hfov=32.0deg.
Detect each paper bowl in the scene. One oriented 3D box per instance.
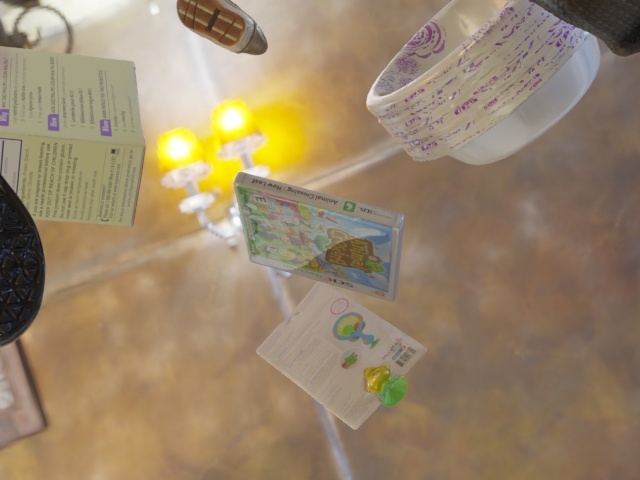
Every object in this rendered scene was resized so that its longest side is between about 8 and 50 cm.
[{"bbox_3d":[0.201,-0.198,1.271,0.284,0.148,0.284,-40,15,13],"label":"paper bowl"}]

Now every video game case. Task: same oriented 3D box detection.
[{"bbox_3d":[0.000,0.000,1.310,0.193,0.023,0.212,15,-24,9],"label":"video game case"}]

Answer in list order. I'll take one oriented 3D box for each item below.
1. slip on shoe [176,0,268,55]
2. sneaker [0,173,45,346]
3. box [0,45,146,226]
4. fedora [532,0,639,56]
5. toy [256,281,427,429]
[{"bbox_3d":[-0.101,-0.226,1.139,0.041,0.135,0.051,18,-76,-46],"label":"slip on shoe"},{"bbox_3d":[-0.284,-0.020,0.861,0.084,0.235,0.097,-16,-16,-35],"label":"sneaker"},{"bbox_3d":[-0.343,-0.129,1.332,0.243,0.213,0.117,4,-55,-18],"label":"box"},{"bbox_3d":[0.222,-0.251,0.850,0.334,0.334,0.152,-7,-38,-48],"label":"fedora"},{"bbox_3d":[0.032,0.156,1.472,0.137,0.237,0.056,-47,-53,-10],"label":"toy"}]
